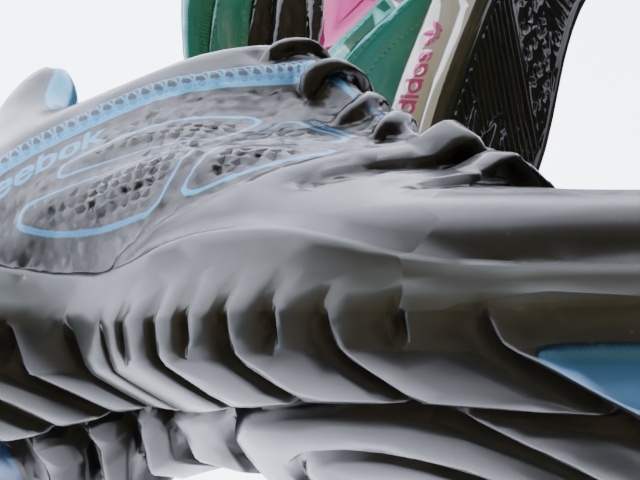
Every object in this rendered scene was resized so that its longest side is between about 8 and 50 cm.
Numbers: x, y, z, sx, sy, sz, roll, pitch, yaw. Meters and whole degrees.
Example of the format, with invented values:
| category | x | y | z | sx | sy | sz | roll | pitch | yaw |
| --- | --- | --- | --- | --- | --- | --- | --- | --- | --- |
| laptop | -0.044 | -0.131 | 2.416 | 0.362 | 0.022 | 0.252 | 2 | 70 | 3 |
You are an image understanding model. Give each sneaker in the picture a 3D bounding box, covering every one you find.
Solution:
| category | x | y | z | sx | sy | sz | roll | pitch | yaw |
| --- | --- | --- | --- | --- | --- | --- | --- | --- | --- |
| sneaker | 0.000 | 0.000 | 0.469 | 0.125 | 0.340 | 0.140 | 49 | -126 | -41 |
| sneaker | 0.031 | -0.119 | 0.800 | 0.124 | 0.178 | 0.296 | 55 | -131 | -43 |
